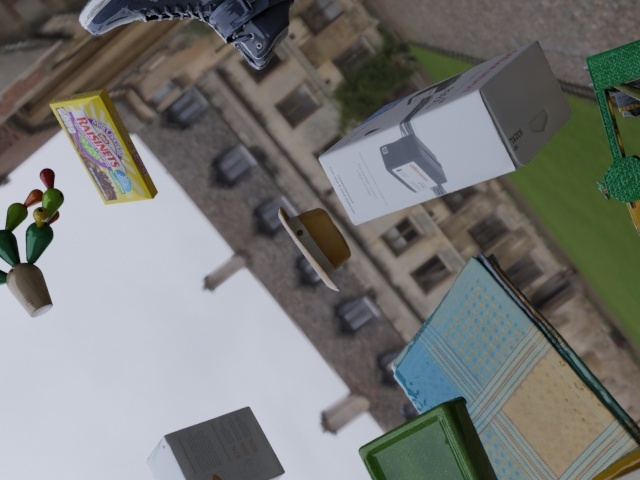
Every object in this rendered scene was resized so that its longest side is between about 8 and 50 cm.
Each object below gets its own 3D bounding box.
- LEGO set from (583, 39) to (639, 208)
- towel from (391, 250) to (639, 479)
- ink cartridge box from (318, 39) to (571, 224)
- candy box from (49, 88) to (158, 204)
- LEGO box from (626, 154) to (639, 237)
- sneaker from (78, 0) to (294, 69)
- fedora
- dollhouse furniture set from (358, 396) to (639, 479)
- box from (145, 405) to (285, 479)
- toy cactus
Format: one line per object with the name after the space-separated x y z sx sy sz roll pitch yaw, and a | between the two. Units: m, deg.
0.518 -0.187 1.261 0.192 0.331 0.255 -14 -100 -65 | LEGO set
0.263 0.234 1.235 0.040 0.271 0.370 -13 -125 -42 | towel
0.186 -0.160 1.393 0.223 0.307 0.129 -41 -73 -45 | ink cartridge box
-0.357 -0.151 1.535 0.027 0.105 0.206 -67 -37 -48 | candy box
0.763 -0.202 1.643 0.193 0.500 0.372 27 -156 0 | LEGO box
-0.138 -0.244 1.024 0.163 0.226 0.086 60 -179 -9 | sneaker
0.000 0.000 1.701 0.194 0.079 0.194 55 180 0 | fedora
0.222 0.170 0.777 0.197 0.301 0.151 4 -124 -56 | dollhouse furniture set
-0.168 0.361 1.481 0.170 0.091 0.130 -12 -120 -40 | box
-0.422 0.018 1.261 0.181 0.219 0.112 56 180 13 | toy cactus
